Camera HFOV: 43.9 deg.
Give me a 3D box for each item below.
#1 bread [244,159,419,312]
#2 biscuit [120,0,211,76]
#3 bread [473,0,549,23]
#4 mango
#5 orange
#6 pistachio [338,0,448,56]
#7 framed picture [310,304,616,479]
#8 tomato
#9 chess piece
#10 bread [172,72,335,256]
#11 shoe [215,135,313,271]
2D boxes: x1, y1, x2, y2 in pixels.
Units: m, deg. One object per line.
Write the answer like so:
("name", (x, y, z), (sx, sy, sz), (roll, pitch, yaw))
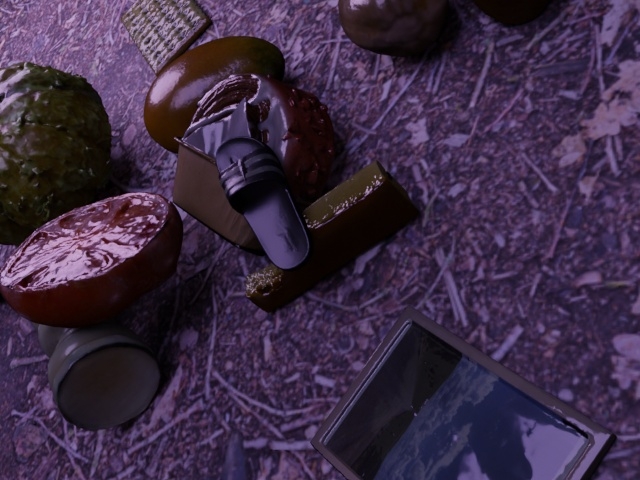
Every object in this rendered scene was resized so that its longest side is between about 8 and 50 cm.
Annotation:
("bread", (0.000, 0.000, 0.919), (0.226, 0.088, 0.049), (-34, 52, 16))
("biscuit", (-0.276, -0.389, 1.393), (0.139, 0.016, 0.231), (-44, 47, 10))
("bread", (0.221, -0.399, 0.905), (0.232, 0.135, 0.246), (-38, 79, 12))
("mango", (-0.153, -0.214, 1.133), (0.221, 0.120, 0.151), (-37, 47, 6))
("orange", (-0.455, -0.140, 1.252), (0.301, 0.223, 0.300), (-21, 65, 23))
("pistachio", (0.085, -0.294, 1.006), (0.126, 0.108, 0.185), (-53, 37, -9))
("framed picture", (0.123, 0.195, 0.764), (0.260, 0.023, 0.189), (33, 85, 44))
("tomato", (-0.281, 0.033, 1.011), (0.237, 0.095, 0.236), (-15, 28, 8))
("chess piece", (-0.319, 0.131, 1.066), (0.133, 0.133, 0.243), (-52, 42, 1))
("bread", (-0.081, -0.103, 1.012), (0.224, 0.142, 0.211), (31, 99, 40))
("shoe", (-0.068, -0.048, 0.878), (0.071, 0.049, 0.179), (-35, 70, 16))
